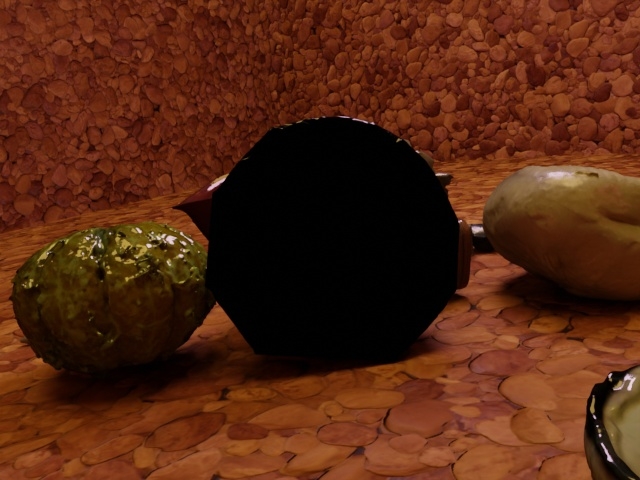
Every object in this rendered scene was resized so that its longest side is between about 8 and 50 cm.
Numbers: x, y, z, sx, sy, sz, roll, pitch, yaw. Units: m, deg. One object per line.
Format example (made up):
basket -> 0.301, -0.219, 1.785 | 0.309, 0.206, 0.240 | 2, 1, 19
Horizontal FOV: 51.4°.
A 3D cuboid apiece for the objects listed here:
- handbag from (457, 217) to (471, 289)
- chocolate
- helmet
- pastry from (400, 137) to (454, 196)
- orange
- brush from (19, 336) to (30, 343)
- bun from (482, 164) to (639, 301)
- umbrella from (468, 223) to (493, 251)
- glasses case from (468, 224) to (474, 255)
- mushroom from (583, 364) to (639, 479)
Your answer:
handbag -> 0.195, 0.023, 1.234 | 0.072, 0.151, 0.193 | -10, 10, -28
chocolate -> 0.000, 0.000, 1.092 | 0.383, 0.384, 0.331 | -9, -3, -10
helmet -> -0.152, -0.063, 1.650 | 0.337, 0.230, 0.385 | -8, 20, 42
pastry -> 0.103, -0.080, 1.397 | 0.329, 0.330, 0.136 | -8, 6, -7
orange -> -0.298, 0.090, 1.017 | 0.301, 0.223, 0.300 | -12, -2, -8
brush -> -0.406, 0.151, 1.246 | 0.299, 0.042, 0.039 | -11, -6, -11
bun -> 0.448, -0.014, 1.134 | 0.361, 0.213, 0.361 | 8, 4, -1
umbrella -> 0.441, -0.003, 1.463 | 0.248, 0.071, 0.071 | 5, 15, 20
glasses case -> 0.239, 0.002, 1.502 | 0.204, 0.071, 0.047 | 1, 18, 32
mushroom -> 0.357, 0.179, 0.499 | 0.344, 0.130, 0.247 | -13, 29, -22
